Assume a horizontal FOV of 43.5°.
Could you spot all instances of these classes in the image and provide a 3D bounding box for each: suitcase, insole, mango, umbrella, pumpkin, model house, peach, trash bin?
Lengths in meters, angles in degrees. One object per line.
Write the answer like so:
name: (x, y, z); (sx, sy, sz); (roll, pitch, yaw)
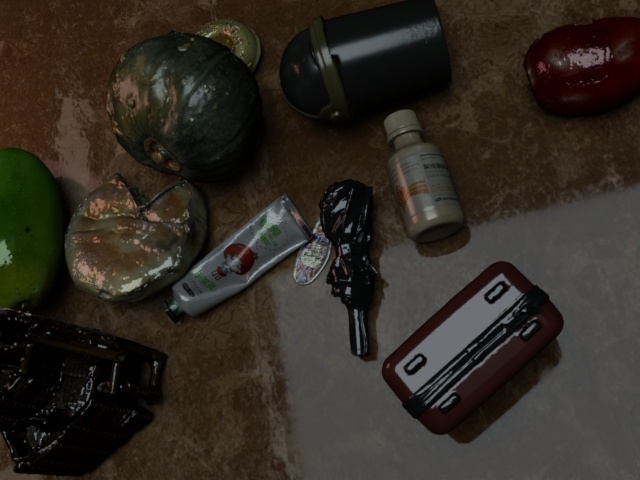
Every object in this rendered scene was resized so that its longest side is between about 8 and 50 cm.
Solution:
suitcase: (0.253, 0.180, 1.358); (0.297, 0.236, 0.161); (-43, 79, 1)
insole: (0.000, 0.000, 1.604); (0.065, 0.004, 0.197); (22, 82, 21)
mango: (-0.657, -0.024, 1.698); (0.225, 0.201, 0.382); (-18, 67, 22)
umbrella: (0.063, 0.050, 1.527); (0.118, 0.118, 0.340); (-9, 78, 14)
pumpkin: (-0.276, -0.273, 1.613); (0.327, 0.292, 0.257); (25, 64, 10)
model house: (-0.502, 0.303, 1.519); (0.297, 0.317, 0.283); (3, 71, 30)
peach: (0.515, -0.316, 1.475); (0.267, 0.159, 0.154); (-5, 79, 13)
trash bin: (0.077, -0.349, 1.575); (0.333, 0.214, 0.214); (-13, 71, 8)

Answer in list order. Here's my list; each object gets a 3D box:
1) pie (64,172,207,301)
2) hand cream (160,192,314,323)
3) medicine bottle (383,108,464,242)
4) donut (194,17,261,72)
pie: (-0.392, -0.007, 1.663); (0.337, 0.075, 0.338); (-9, 56, 13)
hand cream: (-0.173, 0.045, 1.616); (0.336, 0.076, 0.121); (-37, 67, -4)
medicine bottle: (0.186, -0.128, 1.530); (0.114, 0.114, 0.252); (-19, 69, 10)
donut: (-0.214, -0.410, 1.753); (0.174, 0.068, 0.175); (-4, 74, 14)
